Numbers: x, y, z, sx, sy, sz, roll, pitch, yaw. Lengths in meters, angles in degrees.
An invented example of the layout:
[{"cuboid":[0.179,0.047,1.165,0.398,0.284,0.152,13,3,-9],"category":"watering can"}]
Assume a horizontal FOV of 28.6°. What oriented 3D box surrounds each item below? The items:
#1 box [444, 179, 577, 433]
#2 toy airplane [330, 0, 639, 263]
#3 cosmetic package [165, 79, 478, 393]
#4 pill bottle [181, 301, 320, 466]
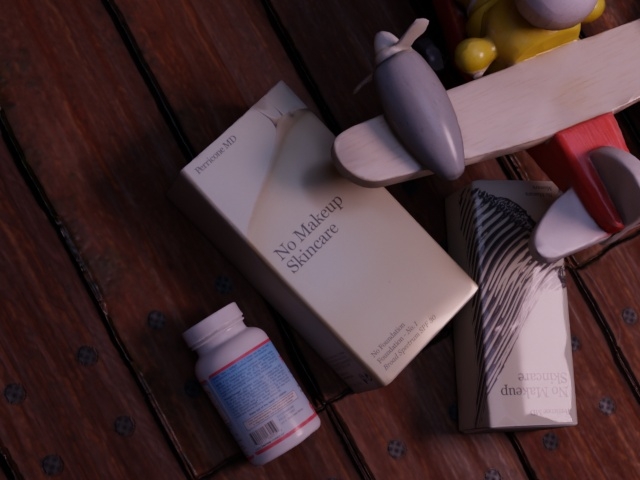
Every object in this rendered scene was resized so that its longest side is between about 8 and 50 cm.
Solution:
[{"cuboid":[0.210,0.074,1.403,0.113,0.094,0.275,-1,79,-16],"category":"box"},{"cuboid":[0.240,-0.176,1.302,0.384,0.272,0.386,17,56,12],"category":"toy airplane"},{"cuboid":[0.000,0.000,1.355,0.309,0.113,0.160,46,72,-3],"category":"cosmetic package"},{"cuboid":[-0.076,0.149,1.317,0.087,0.087,0.160,-31,88,-18],"category":"pill bottle"}]
